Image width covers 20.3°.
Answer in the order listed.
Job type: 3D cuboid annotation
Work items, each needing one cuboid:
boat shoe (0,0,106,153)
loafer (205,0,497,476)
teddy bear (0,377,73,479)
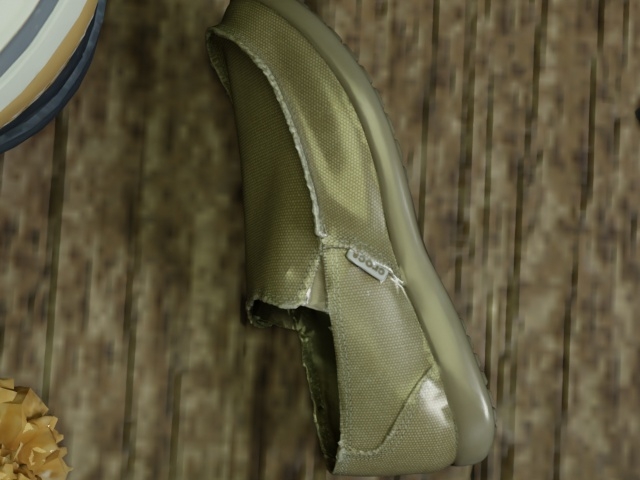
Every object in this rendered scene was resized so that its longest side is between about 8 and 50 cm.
[{"bbox_3d":[-0.265,-0.150,0.439,0.500,0.156,0.187,27,84,9],"label":"boat shoe"},{"bbox_3d":[0.000,0.000,0.493,0.050,0.056,0.148,-24,85,-16],"label":"loafer"},{"bbox_3d":[-0.033,0.179,0.435,0.245,0.113,0.338,-23,85,-12],"label":"teddy bear"}]
